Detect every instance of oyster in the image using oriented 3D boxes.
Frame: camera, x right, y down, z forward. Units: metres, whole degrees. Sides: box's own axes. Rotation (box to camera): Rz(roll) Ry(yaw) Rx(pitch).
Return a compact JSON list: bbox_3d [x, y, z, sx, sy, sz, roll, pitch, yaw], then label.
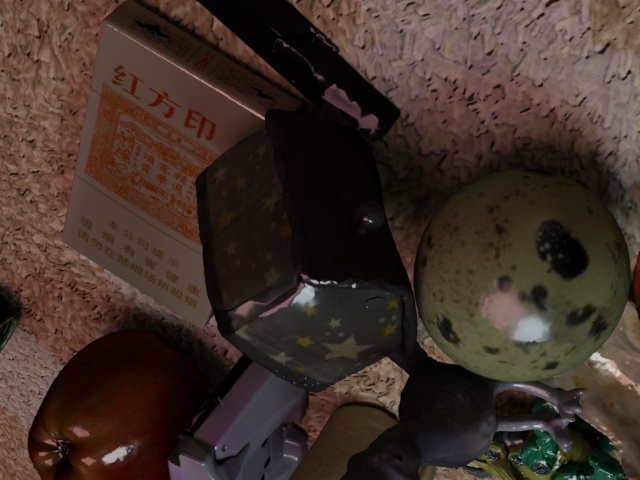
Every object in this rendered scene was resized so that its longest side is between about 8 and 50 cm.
[{"bbox_3d":[0.307,0.152,1.011,0.233,0.107,0.161,58,147,2],"label":"oyster"}]

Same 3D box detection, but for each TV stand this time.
[{"bbox_3d":[-0.033,-0.180,0.965,0.249,0.036,0.042,41,138,-6],"label":"TV stand"}]

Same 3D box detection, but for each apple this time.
[{"bbox_3d":[-0.248,0.225,1.365,0.234,0.234,0.234,19,137,19],"label":"apple"}]

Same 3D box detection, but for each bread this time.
[{"bbox_3d":[0.044,0.290,1.279,0.148,0.141,0.134,45,138,-9],"label":"bread"}]

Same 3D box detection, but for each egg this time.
[{"bbox_3d":[0.165,0.035,0.929,0.177,0.177,0.228,34,160,3],"label":"egg"}]

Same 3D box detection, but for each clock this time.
[{"bbox_3d":[-0.096,0.269,1.324,0.083,0.186,0.253,21,138,20],"label":"clock"}]

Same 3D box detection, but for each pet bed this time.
[{"bbox_3d":[0.000,0.000,0.961,0.159,0.211,0.183,-30,136,22],"label":"pet bed"}]

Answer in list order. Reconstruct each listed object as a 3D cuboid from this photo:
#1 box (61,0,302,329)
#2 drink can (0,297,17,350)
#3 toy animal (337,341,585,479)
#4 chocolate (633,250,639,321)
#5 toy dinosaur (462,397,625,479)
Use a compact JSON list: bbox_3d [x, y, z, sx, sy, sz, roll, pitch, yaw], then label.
[{"bbox_3d":[-0.161,-0.064,1.154,0.204,0.051,0.365,32,140,5],"label":"box"},{"bbox_3d":[-0.533,0.091,1.516,0.205,0.118,0.118,34,140,1],"label":"drink can"},{"bbox_3d":[0.134,0.149,0.996,0.206,0.367,0.081,3,105,8],"label":"toy animal"},{"bbox_3d":[0.343,0.023,0.816,0.147,0.221,0.221,-2,141,-16],"label":"chocolate"},{"bbox_3d":[0.263,0.233,1.117,0.259,0.094,0.153,27,141,-1],"label":"toy dinosaur"}]
